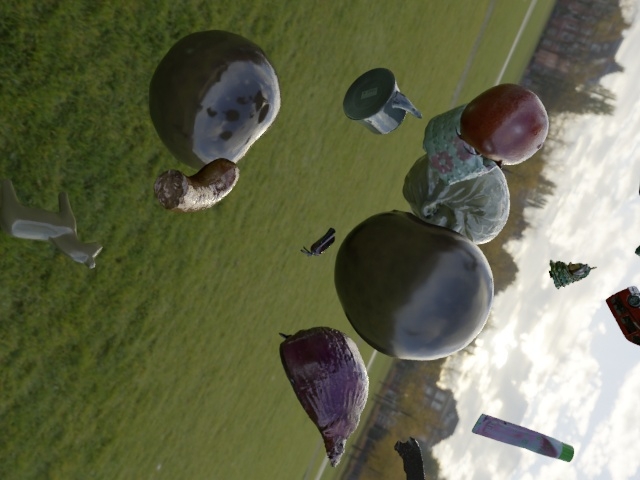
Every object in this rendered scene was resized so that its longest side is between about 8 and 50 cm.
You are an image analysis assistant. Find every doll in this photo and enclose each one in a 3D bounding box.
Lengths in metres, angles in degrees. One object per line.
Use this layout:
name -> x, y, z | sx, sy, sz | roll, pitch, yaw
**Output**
doll -> 0.641, 0.091, 1.482 | 0.078, 0.113, 0.077 | 21, 77, -57

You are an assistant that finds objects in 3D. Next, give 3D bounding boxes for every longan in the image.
longan -> -0.299, -0.403, 1.680 | 0.404, 0.336, 0.405 | -11, 111, -31
longan -> 0.183, 0.089, 1.171 | 0.319, 0.318, 0.319 | -60, 167, -24

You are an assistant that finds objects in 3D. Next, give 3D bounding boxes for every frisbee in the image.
frisbee -> 0.169, 0.415, 0.946 | 0.012, 0.210, 0.188 | 87, -6, -58

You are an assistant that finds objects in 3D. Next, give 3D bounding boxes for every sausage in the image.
sausage -> -0.247, -0.109, 1.185 | 0.103, 0.076, 0.302 | -63, 175, 16

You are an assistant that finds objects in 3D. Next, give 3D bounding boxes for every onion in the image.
onion -> 0.045, 0.364, 1.450 | 0.159, 0.349, 0.267 | -32, 150, 16

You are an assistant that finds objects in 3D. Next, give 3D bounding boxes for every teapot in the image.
teapot -> 0.161, -0.361, 1.586 | 0.149, 0.239, 0.163 | 32, 74, -44

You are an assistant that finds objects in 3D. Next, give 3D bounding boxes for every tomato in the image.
tomato -> 0.352, -0.227, 1.118 | 0.167, 0.167, 0.167 | -60, 167, -24

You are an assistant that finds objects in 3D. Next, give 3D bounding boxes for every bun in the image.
bun -> 0.422, -0.138, 1.867 | 0.211, 0.359, 0.360 | -35, 150, -44

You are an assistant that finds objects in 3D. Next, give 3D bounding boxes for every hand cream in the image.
hand cream -> 0.566, 0.555, 1.626 | 0.050, 0.275, 0.079 | -48, 156, -82

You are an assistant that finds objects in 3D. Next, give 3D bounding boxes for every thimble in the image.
thimble -> 0.392, -0.260, 1.607 | 0.149, 0.185, 0.211 | -16, -112, 50

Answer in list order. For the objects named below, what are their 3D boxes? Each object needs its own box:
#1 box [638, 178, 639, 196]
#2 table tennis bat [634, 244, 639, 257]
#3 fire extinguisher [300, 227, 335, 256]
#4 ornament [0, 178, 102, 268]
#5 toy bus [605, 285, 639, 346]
box -> 0.714, -0.124, 1.078 | 0.224, 0.120, 0.069 | -23, 121, -20
table tennis bat -> 0.880, 0.086, 1.478 | 0.124, 0.201, 0.033 | -47, 180, -28
fire extinguisher -> 0.005, 0.004, 1.106 | 0.046, 0.032, 0.100 | -30, -175, 32
ornament -> -0.655, -0.034, 1.417 | 0.230, 0.245, 0.061 | 12, 127, -43
toy bus -> 0.848, 0.221, 1.543 | 0.081, 0.195, 0.089 | 0, 151, -45
